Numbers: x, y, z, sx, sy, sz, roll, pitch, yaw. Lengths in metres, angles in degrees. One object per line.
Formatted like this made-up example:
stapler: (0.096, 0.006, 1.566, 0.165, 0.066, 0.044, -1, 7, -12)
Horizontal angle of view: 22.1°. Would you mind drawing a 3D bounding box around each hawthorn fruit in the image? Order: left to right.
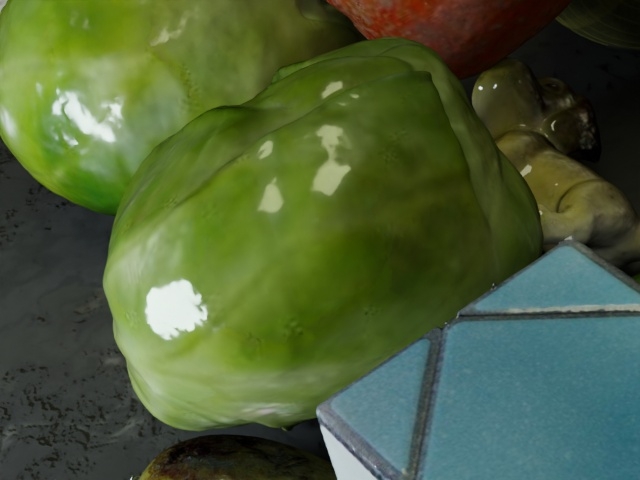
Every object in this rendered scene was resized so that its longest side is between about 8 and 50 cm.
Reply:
hawthorn fruit: (0.127, -0.242, 1.261, 0.262, 0.210, 0.210, -17, 32, 40)

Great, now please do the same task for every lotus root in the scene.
lotus root: (-0.051, 0.176, 1.113, 0.179, 0.080, 0.089, 1, 44, 21)

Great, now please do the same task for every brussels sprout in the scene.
brussels sprout: (-0.122, -0.166, 1.391, 0.344, 0.268, 0.344, -15, 33, 10)
brussels sprout: (0.000, 0.000, 1.121, 0.328, 0.247, 0.328, -15, -3, -1)

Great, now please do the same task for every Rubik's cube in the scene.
Rubik's cube: (0.148, 0.161, 0.965, 0.205, 0.207, 0.205, -33, 42, -17)

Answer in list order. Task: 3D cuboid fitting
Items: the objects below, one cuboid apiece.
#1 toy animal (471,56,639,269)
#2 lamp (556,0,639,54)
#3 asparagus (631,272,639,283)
toy animal: (0.166, -0.045, 1.276, 0.168, 0.121, 0.233, -17, 41, -17)
lamp: (0.283, -0.269, 1.383, 0.250, 0.250, 0.284, -8, 32, 11)
asparagus: (0.285, 0.023, 1.207, 0.178, 0.045, 0.041, -23, -5, -14)
